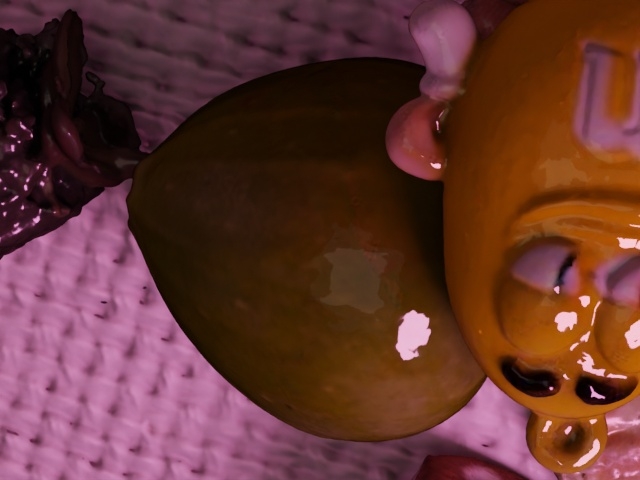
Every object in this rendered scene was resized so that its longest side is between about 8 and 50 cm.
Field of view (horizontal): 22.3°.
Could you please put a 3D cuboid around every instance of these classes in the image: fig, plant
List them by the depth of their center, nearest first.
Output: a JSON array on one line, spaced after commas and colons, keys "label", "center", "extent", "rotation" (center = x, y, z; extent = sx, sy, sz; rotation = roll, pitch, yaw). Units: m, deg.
[{"label": "fig", "center": [0.000, 0.000, 1.243], "extent": [0.316, 0.316, 0.316], "rotation": [3, 106, 11]}, {"label": "plant", "center": [-0.262, -0.082, 1.331], "extent": [0.234, 0.178, 0.204], "rotation": [-31, 97, 24]}]

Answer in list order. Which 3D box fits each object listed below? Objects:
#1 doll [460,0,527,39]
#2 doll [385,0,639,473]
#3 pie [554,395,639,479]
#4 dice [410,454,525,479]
[{"label": "doll", "center": [0.240, -0.152, 1.209], "extent": [0.303, 0.156, 0.201], "rotation": [19, 114, -8]}, {"label": "doll", "center": [0.210, -0.098, 1.066], "extent": [0.348, 0.161, 0.423], "rotation": [-25, 91, -3]}, {"label": "pie", "center": [0.335, 0.154, 1.334], "extent": [0.338, 0.075, 0.337], "rotation": [4, 112, 9]}, {"label": "dice", "center": [0.121, 0.298, 1.362], "extent": [0.179, 0.174, 0.175], "rotation": [32, 114, 2]}]
